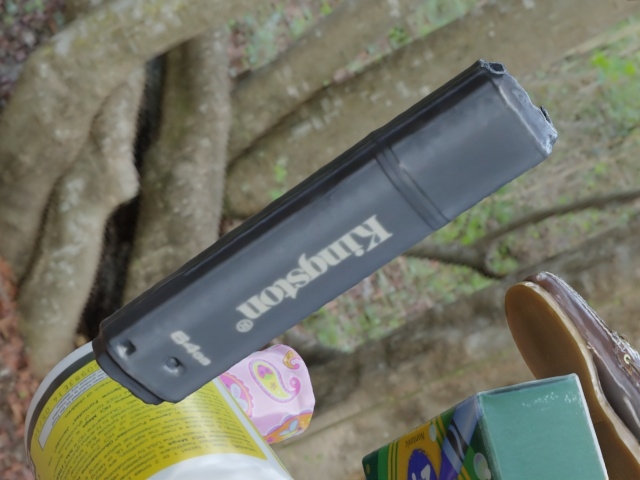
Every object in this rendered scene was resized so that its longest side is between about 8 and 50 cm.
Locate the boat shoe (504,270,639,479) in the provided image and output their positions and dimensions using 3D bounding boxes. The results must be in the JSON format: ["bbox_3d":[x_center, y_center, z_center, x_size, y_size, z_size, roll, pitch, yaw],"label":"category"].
[{"bbox_3d":[0.224,0.110,1.010,0.207,0.073,0.073,59,-29,-6],"label":"boat shoe"}]

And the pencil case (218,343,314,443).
[{"bbox_3d":[-0.150,0.204,1.485,0.124,0.284,0.124,30,-54,54],"label":"pencil case"}]

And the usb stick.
[{"bbox_3d":[0.000,0.000,0.689,0.077,0.278,0.045,43,18,-47],"label":"usb stick"}]

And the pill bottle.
[{"bbox_3d":[-0.119,0.223,1.031,0.188,0.188,0.334,56,-8,-32],"label":"pill bottle"}]

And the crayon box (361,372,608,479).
[{"bbox_3d":[0.133,0.272,0.826,0.203,0.083,0.322,132,-53,-61],"label":"crayon box"}]
